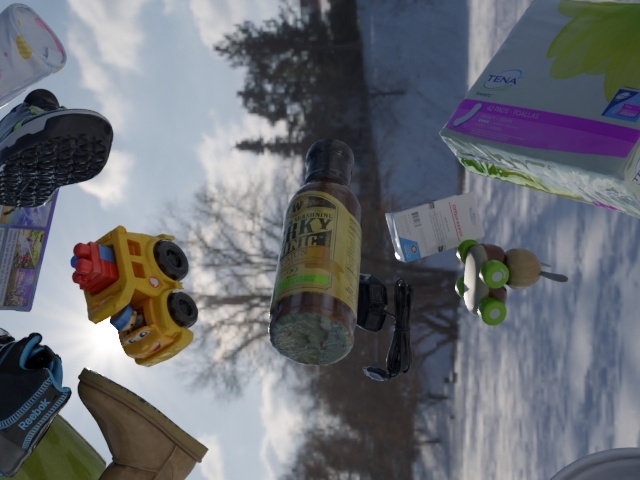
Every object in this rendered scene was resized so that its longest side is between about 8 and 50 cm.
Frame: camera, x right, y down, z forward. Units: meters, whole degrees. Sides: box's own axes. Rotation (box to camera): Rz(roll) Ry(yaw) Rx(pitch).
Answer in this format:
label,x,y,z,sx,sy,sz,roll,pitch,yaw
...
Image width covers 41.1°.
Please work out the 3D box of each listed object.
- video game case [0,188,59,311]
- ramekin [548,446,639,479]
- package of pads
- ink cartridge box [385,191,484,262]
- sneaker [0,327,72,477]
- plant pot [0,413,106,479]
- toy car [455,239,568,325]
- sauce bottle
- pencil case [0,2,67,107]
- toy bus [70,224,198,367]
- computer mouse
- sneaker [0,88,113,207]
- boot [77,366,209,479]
label,x,y,z,sx,sy,sz,roll,pitch,yaw
video game case,-0.516,-0.030,1.227,0.061,0.244,0.270,40,117,48
ramekin,0.281,0.292,0.732,0.109,0.207,0.207,38,-133,-47
package of pads,0.304,-0.165,0.970,0.101,0.296,0.229,41,-99,-35
ink cartridge box,0.236,-0.030,1.766,0.060,0.180,0.104,-168,63,-78
sneaker,-0.409,0.187,1.162,0.125,0.140,0.341,47,174,-30
plant pot,-0.554,0.337,1.415,0.294,0.274,0.275,58,-163,-12
toy car,0.382,0.074,1.687,0.155,0.188,0.149,-122,29,-68
sauce bottle,0.000,0.000,1.139,0.345,0.111,0.111,-85,-9,-45
pencil case,-0.513,-0.236,1.280,0.113,0.273,0.124,37,-157,-56
toy bus,-0.332,0.087,1.447,0.211,0.149,0.220,23,-137,-54
computer mouse,0.086,0.146,1.512,0.262,0.060,0.184,7,96,54
sneaker,-0.260,-0.098,0.774,0.084,0.234,0.097,10,-106,-37
boot,-0.290,0.333,1.102,0.236,0.089,0.270,45,-111,-29
